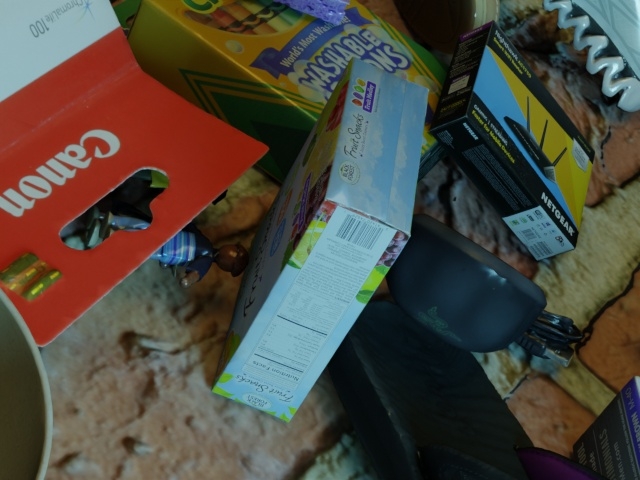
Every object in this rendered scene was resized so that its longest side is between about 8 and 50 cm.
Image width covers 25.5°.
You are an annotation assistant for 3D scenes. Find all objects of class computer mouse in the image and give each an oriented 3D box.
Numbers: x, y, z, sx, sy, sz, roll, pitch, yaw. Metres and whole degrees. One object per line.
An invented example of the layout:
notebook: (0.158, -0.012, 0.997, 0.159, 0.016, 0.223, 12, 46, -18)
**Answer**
computer mouse: (0.112, 0.045, 1.091, 0.188, 0.072, 0.272, 34, 1, 10)

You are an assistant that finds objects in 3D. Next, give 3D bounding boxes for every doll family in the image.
doll family: (-0.117, -0.025, 1.095, 0.111, 0.076, 0.193, 17, 45, -22)

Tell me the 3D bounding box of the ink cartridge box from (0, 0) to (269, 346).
ink cartridge box: (-0.252, -0.132, 1.004, 0.385, 0.091, 0.308, 34, 40, 9)

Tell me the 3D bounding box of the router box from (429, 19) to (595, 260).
router box: (0.177, -0.090, 1.280, 0.179, 0.046, 0.133, 46, 43, -29)

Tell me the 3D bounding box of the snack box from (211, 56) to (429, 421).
snack box: (0.000, 0.000, 1.027, 0.070, 0.207, 0.174, 22, 39, -9)

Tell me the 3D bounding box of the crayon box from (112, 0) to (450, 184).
crayon box: (-0.034, -0.161, 1.280, 0.323, 0.083, 0.203, 35, 39, 8)

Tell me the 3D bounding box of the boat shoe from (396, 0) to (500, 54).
boat shoe: (0.141, -0.320, 1.527, 0.110, 0.122, 0.341, 8, 42, -23)

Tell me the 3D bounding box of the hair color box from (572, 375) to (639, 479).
hair color box: (0.375, 0.236, 1.082, 0.338, 0.110, 0.185, 13, 43, -16)

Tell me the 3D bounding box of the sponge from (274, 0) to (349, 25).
sponge: (-0.041, -0.286, 1.321, 0.117, 0.031, 0.210, 15, 39, -21)

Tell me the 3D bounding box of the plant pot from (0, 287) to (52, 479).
plant pot: (-0.301, 0.128, 0.719, 0.284, 0.191, 0.284, 18, 40, -15)

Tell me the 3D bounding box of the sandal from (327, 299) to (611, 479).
sandal: (0.139, 0.184, 0.950, 0.167, 0.107, 0.446, 7, 37, -41)

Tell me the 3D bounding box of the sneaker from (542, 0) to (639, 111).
sneaker: (0.287, -0.281, 1.509, 0.292, 0.118, 0.110, 49, 25, -9)
